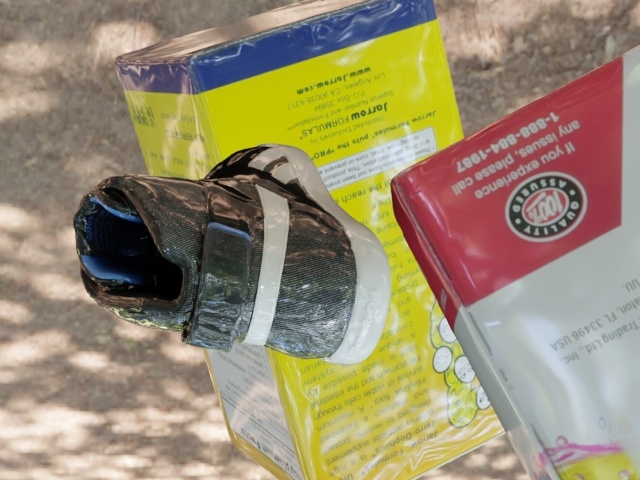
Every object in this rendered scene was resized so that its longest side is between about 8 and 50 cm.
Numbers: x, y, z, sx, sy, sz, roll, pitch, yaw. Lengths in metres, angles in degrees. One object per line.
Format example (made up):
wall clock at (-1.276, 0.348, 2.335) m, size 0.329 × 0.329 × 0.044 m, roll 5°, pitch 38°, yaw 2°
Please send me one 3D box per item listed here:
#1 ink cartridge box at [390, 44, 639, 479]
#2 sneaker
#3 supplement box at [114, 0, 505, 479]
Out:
ink cartridge box at (0.200, 0.062, 0.478) m, size 0.226 × 0.306 × 0.131 m, roll -26°, pitch 168°, yaw 0°
sneaker at (-0.060, -0.011, 0.495) m, size 0.121 × 0.217 × 0.079 m, roll 10°, pitch 101°, yaw -23°
supplement box at (0.000, 0.000, 0.826) m, size 0.195 × 0.194 × 0.356 m, roll -21°, pitch 108°, yaw -22°
